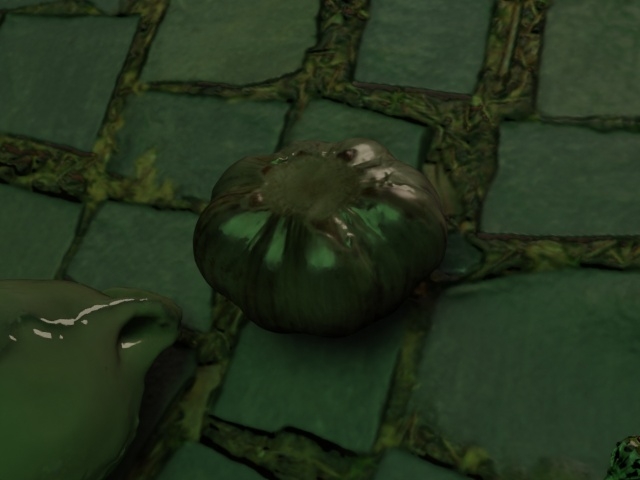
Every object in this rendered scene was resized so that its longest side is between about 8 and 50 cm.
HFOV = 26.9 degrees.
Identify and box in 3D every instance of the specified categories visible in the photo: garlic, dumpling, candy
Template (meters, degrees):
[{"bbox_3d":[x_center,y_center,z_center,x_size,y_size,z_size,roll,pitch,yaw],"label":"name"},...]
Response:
[{"bbox_3d":[0.000,0.000,0.852,0.159,0.102,0.147,-8,46,2],"label":"garlic"},{"bbox_3d":[-0.206,0.097,0.851,0.258,0.147,0.193,-31,18,-26],"label":"dumpling"},{"bbox_3d":[0.159,0.144,0.769,0.083,0.023,0.025,-43,66,5],"label":"candy"}]
